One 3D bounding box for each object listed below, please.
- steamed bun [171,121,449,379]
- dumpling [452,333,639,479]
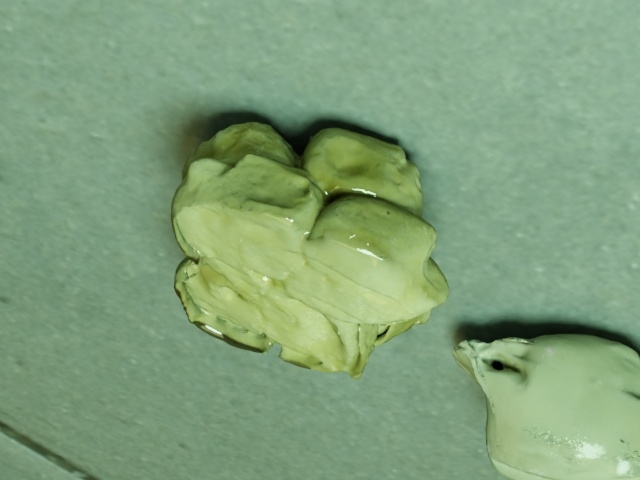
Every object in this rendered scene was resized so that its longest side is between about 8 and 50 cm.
[{"bbox_3d":[0.000,0.000,1.095,0.192,0.106,0.177,13,146,18],"label":"steamed bun"},{"bbox_3d":[0.182,0.132,1.185,0.199,0.118,0.136,33,163,23],"label":"dumpling"}]
